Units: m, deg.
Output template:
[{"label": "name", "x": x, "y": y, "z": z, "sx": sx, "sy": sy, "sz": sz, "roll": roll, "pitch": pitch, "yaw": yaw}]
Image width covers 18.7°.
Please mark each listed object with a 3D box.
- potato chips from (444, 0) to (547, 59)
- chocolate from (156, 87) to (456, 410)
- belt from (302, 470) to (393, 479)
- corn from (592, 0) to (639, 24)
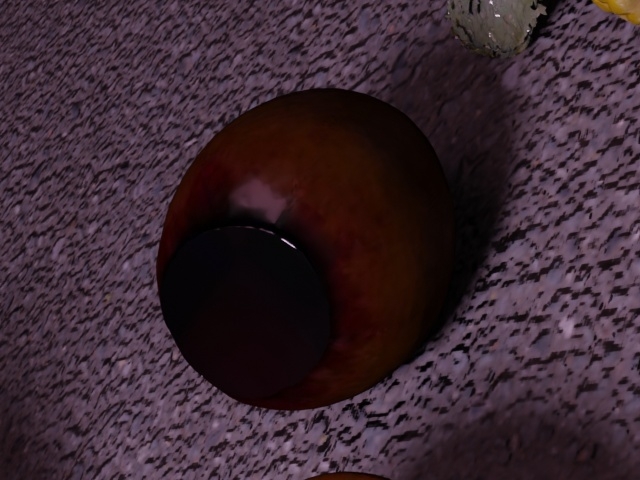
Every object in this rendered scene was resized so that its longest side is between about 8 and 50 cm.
[{"label": "potato chips", "x": 0.093, "y": -0.207, "z": 1.039, "sx": 0.059, "sy": 0.228, "sz": 0.167, "roll": 1, "pitch": 58, "yaw": 6}, {"label": "chocolate", "x": 0.000, "y": 0.000, "z": 1.012, "sx": 0.177, "sy": 0.176, "sz": 0.177, "roll": -36, "pitch": 37, "yaw": 33}, {"label": "belt", "x": 0.038, "y": 0.236, "z": 0.757, "sx": 0.217, "sy": 0.122, "sz": 0.339, "roll": -49, "pitch": 31, "yaw": 13}, {"label": "corn", "x": 0.172, "y": -0.213, "z": 0.974, "sx": 0.119, "sy": 0.119, "sz": 0.322, "roll": -36, "pitch": 30, "yaw": 33}]
